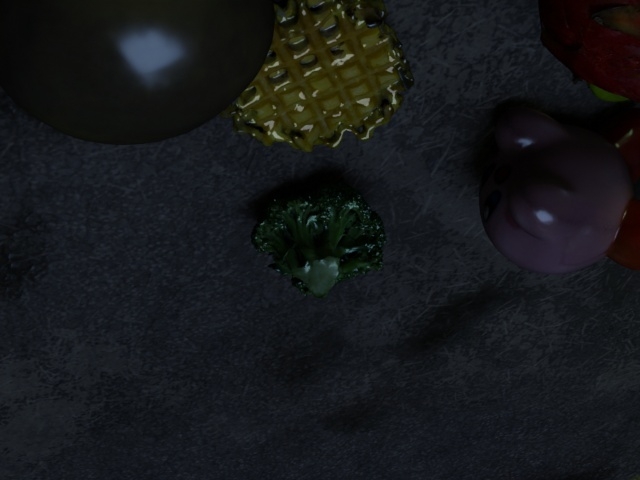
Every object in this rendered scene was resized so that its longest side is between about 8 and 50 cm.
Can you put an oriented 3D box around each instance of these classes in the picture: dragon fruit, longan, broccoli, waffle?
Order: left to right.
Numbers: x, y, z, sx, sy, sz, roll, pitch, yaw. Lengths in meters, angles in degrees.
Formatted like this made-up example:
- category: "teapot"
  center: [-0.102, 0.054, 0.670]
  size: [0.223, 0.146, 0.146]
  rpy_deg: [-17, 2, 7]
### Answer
- category: "longan"
  center: [-0.191, -0.233, 1.188]
  size: [0.297, 0.297, 0.297]
  rpy_deg: [-12, 144, -9]
- category: "broccoli"
  center: [0.000, 0.000, 1.688]
  size: [0.195, 0.156, 0.195]
  rpy_deg: [5, 121, 8]
- category: "waffle"
  center: [0.002, -0.212, 1.477]
  size: [0.281, 0.060, 0.262]
  rpy_deg: [5, 138, -29]
- category: "dragon fruit"
  center: [0.403, -0.306, 1.354]
  size: [0.302, 0.295, 0.295]
  rpy_deg: [-3, 152, 28]

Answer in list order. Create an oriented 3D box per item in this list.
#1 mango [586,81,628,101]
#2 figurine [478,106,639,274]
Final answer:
- category: "mango"
  center: [0.450, -0.244, 1.628]
  size: [0.165, 0.074, 0.091]
  rpy_deg: [-17, 142, -4]
- category: "figurine"
  center: [0.355, -0.053, 1.707]
  size: [0.261, 0.269, 0.211]
  rpy_deg: [5, 144, -17]
